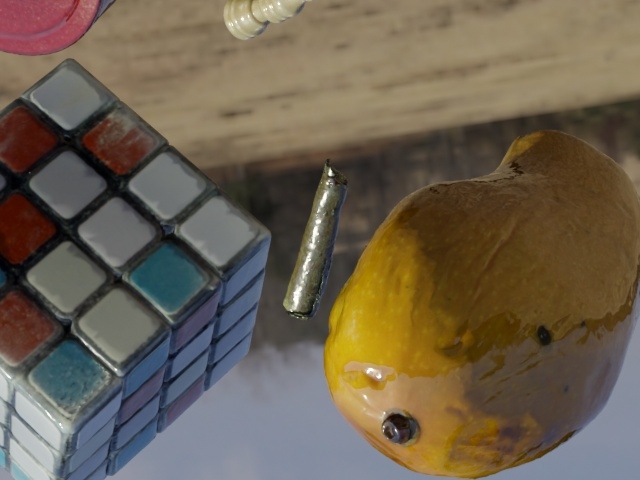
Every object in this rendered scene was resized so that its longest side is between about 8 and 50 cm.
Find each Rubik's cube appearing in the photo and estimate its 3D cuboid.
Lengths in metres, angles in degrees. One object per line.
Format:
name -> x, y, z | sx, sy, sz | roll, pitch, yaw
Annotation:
Rubik's cube -> -0.223, 0.047, 1.628 | 0.253, 0.256, 0.259 | -43, 166, -23

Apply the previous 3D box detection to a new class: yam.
yam -> 0.000, 0.000, 1.423 | 0.027, 0.129, 0.033 | 3, -150, -24

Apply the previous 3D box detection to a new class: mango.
mango -> 0.123, 0.041, 1.207 | 0.144, 0.187, 0.359 | -33, 177, 38

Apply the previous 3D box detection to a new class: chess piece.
chess piece -> -0.033, -0.177, 1.385 | 0.035, 0.035, 0.092 | -8, 177, -39

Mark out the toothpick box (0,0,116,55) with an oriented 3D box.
toothpick box -> -0.162, -0.311, 1.381 | 0.204, 0.204, 0.333 | -8, -147, 38
